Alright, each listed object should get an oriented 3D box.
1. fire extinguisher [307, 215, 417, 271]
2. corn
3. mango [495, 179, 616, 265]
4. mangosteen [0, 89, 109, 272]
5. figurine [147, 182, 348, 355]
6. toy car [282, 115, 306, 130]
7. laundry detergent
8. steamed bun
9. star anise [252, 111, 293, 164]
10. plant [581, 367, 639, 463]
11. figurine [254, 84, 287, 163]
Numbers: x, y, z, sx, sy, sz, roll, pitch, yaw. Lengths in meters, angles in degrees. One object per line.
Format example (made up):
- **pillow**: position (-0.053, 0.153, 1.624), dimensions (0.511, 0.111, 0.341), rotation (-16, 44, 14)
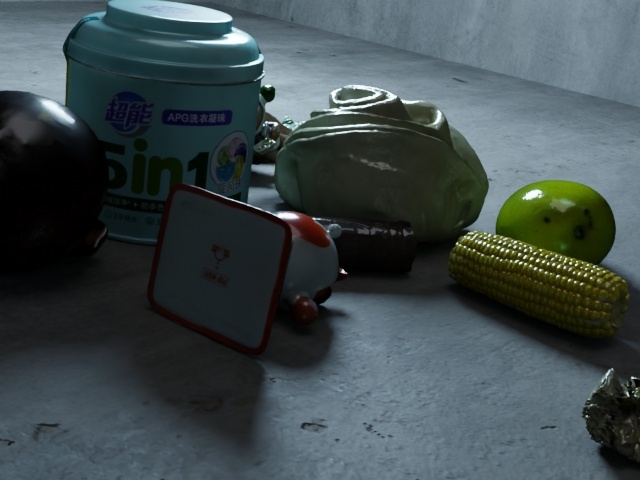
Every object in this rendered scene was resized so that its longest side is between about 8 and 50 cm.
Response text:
- **fire extinguisher**: position (0.000, 0.000, 1.337), dimensions (0.267, 0.072, 0.089), rotation (3, -14, -14)
- **corn**: position (0.283, 0.055, 1.287), dimensions (0.244, 0.093, 0.093), rotation (20, 22, 35)
- **mango**: position (0.350, -0.024, 1.474), dimensions (0.175, 0.143, 0.293), rotation (3, 9, 5)
- **mangosteen**: position (-0.367, -0.061, 1.210), dimensions (0.228, 0.228, 0.265), rotation (15, -17, 18)
- **figurine**: position (-0.057, 0.024, 1.186), dimensions (0.183, 0.160, 0.226), rotation (21, 14, 31)
- **toy car**: position (-0.093, -0.188, 1.864), dimensions (0.186, 0.058, 0.093), rotation (-12, 29, -19)
- **laundry detergent**: position (-0.232, -0.183, 1.426), dimensions (0.287, 0.305, 0.287), rotation (7, 20, -3)
- **steamed bun**: position (0.103, -0.131, 1.541), dimensions (0.324, 0.219, 0.310), rotation (-6, 24, -34)
- **star anise**: position (-0.202, -0.189, 1.726), dimensions (0.292, 0.109, 0.349), rotation (24, 37, 24)
- **plant**: position (0.329, 0.159, 0.981), dimensions (0.104, 0.122, 0.116), rotation (37, 25, 34)
- **figurine**: position (-0.111, -0.189, 1.617), dimensions (0.197, 0.147, 0.093), rotation (33, -10, -17)
